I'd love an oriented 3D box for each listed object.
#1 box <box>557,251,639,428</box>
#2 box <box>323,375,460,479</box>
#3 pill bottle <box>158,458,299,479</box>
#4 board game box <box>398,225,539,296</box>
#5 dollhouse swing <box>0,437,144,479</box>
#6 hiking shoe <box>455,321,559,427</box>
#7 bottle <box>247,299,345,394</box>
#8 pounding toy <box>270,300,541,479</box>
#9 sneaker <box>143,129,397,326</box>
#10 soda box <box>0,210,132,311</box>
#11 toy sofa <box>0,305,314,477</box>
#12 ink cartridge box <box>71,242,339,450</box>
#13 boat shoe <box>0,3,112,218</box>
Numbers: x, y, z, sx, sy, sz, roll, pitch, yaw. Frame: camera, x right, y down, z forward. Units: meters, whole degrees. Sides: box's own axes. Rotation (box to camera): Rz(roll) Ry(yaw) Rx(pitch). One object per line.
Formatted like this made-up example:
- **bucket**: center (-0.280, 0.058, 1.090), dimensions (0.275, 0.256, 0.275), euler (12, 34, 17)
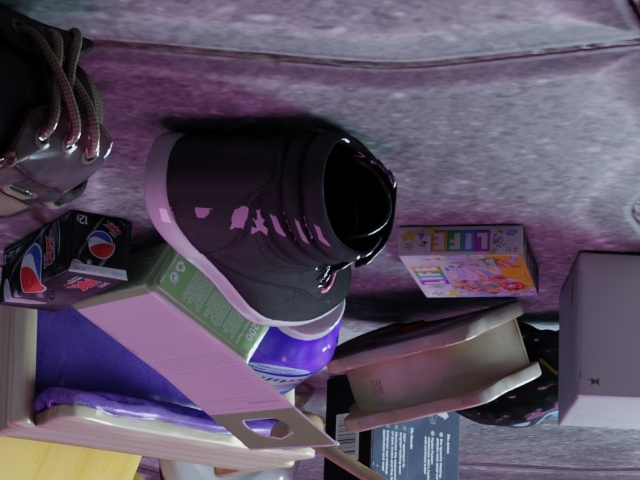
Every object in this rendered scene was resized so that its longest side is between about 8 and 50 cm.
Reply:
- **box**: center (0.267, 0.094, 1.519), dimensions (0.091, 0.130, 0.170), euler (3, 166, 2)
- **box**: center (0.091, 0.255, 2.117), dimensions (0.158, 0.156, 0.093), euler (14, 162, -39)
- **pill bottle**: center (-0.126, 0.295, 2.257), dimensions (0.181, 0.181, 0.323), euler (3, 166, -4)
- **board game box**: center (0.131, 0.020, 1.460), dimensions (0.103, 0.026, 0.154), euler (-1, 165, 13)
- **dollhouse swing**: center (-0.392, 0.226, 1.953), dimensions (0.347, 0.305, 0.315), euler (-4, -157, -41)
- **hiking shoe**: center (0.264, 0.139, 1.727), dimensions (0.304, 0.113, 0.132), euler (-10, 160, 40)
- **bottle**: center (-0.042, 0.085, 1.606), dimensions (0.118, 0.092, 0.283), euler (9, 164, -12)
- **pounding toy**: center (0.096, 0.162, 1.700), dimensions (0.269, 0.155, 0.154), euler (-16, -177, 29)
- **sneaker**: center (0.000, 0.000, 1.246), dimensions (0.147, 0.104, 0.296), euler (1, 162, 24)
- **soda box**: center (-0.224, 0.021, 1.469), dimensions (0.060, 0.053, 0.169), euler (10, 163, -28)
- **toy sofa**: center (-0.176, 0.146, 1.755), dimensions (0.362, 0.150, 0.177), euler (15, 156, -40)
- **ink cartridge box**: center (-0.097, 0.101, 1.529), dimensions (0.235, 0.056, 0.171), euler (39, 155, -20)
- **boat shoe**: center (-0.186, -0.088, 0.949), dimensions (0.130, 0.132, 0.355), euler (-6, 175, -6)
